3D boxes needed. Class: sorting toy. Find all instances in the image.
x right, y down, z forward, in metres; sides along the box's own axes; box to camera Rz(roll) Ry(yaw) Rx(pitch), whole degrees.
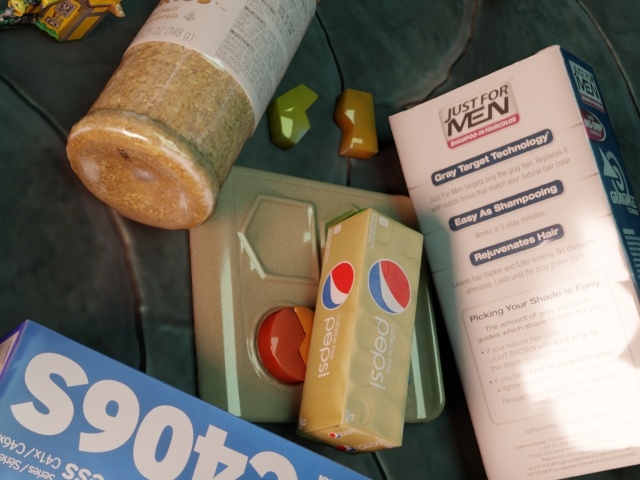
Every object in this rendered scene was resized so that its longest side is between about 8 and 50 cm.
[{"bbox_3d":[0.000,0.000,0.839,0.229,0.041,0.307,6,69,-33],"label":"sorting toy"}]

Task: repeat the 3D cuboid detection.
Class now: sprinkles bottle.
[{"bbox_3d":[-0.072,-0.178,0.806,0.121,0.121,0.355,35,56,-19],"label":"sprinkles bottle"}]

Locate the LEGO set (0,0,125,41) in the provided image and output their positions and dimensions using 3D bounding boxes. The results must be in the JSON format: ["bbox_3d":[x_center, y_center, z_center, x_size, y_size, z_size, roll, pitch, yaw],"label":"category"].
[{"bbox_3d":[-0.252,-0.262,0.652,0.331,0.192,0.254,-6,74,-42],"label":"LEGO set"}]

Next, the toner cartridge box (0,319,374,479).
[{"bbox_3d":[-0.086,0.205,0.681,0.348,0.075,0.165,29,60,-23],"label":"toner cartridge box"}]

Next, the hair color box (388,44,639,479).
[{"bbox_3d":[0.196,0.027,0.866,0.105,0.174,0.347,3,70,-58],"label":"hair color box"}]

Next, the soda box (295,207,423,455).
[{"bbox_3d":[0.033,0.071,0.777,0.061,0.058,0.181,26,58,-30],"label":"soda box"}]
